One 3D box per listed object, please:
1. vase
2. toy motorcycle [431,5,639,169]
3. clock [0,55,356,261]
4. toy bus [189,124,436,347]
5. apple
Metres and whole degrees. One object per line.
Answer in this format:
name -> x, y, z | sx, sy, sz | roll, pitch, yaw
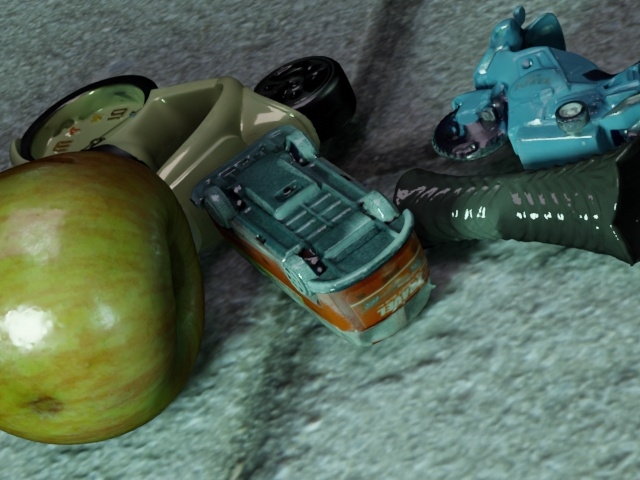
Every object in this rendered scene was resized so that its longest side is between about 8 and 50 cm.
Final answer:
vase -> 0.178, -0.031, 1.629 | 0.237, 0.115, 0.115 | 0, 43, 37
toy motorcycle -> 0.243, -0.134, 1.699 | 0.272, 0.123, 0.182 | 0, 43, 26
clock -> -0.166, -0.074, 1.899 | 0.379, 0.120, 0.276 | -5, 38, 35
toy bus -> 0.000, 0.000, 1.683 | 0.121, 0.120, 0.265 | -37, 36, -13
apple -> -0.233, 0.052, 1.645 | 0.264, 0.264, 0.264 | -17, 37, 14
